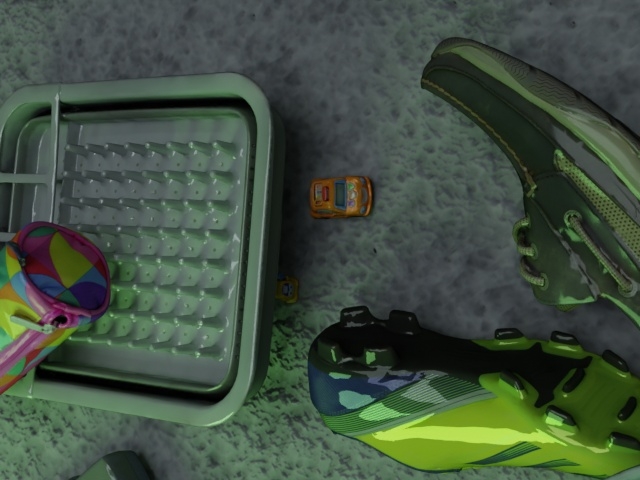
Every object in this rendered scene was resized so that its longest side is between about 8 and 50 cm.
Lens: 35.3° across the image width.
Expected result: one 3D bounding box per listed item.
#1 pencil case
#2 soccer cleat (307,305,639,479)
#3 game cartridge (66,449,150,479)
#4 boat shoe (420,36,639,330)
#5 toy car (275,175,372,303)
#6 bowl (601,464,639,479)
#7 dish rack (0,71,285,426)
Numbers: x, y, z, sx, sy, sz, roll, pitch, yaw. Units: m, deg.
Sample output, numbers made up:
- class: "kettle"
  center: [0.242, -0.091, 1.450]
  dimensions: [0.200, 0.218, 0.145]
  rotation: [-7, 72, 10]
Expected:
- class: "pencil case"
  center: [-0.279, 0.078, 0.848]
  dimensions: [0.236, 0.104, 0.104]
  rotation: [-37, 70, 28]
- class: "soccer cleat"
  center: [0.122, 0.128, 0.734]
  dimensions: [0.289, 0.093, 0.121]
  rotation: [11, 125, 29]
- class: "game cartridge"
  center: [-0.246, 0.376, 0.914]
  dimensions: [0.355, 0.068, 0.230]
  rotation: [-41, 65, 19]
- class: "boat shoe"
  center: [0.189, -0.007, 0.678]
  dimensions: [0.355, 0.132, 0.130]
  rotation: [44, 107, 24]
- class: "toy car"
  center: [0.000, 0.000, 0.827]
  dimensions: [0.060, 0.040, 0.122]
  rotation: [18, 93, 28]
- class: "bowl"
  center: [0.266, 0.279, 0.573]
  dimensions: [0.311, 0.163, 0.311]
  rotation: [-10, 75, 41]
- class: "dish rack"
  center: [-0.165, 0.005, 0.882]
  dimensions: [0.333, 0.072, 0.285]
  rotation: [2, 86, 34]
